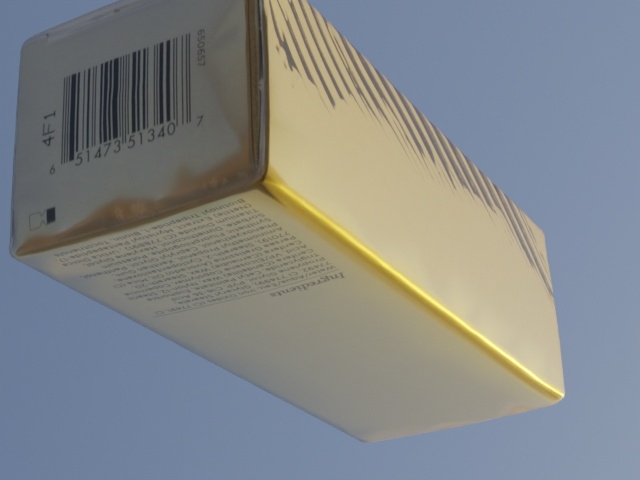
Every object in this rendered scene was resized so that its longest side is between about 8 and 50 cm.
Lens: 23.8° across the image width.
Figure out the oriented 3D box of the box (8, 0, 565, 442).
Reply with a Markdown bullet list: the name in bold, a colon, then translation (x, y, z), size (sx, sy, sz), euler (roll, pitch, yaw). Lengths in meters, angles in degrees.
- **box**: translation (0.000, 0.000, 0.632), size (0.113, 0.094, 0.275), euler (-15, -27, 24)
